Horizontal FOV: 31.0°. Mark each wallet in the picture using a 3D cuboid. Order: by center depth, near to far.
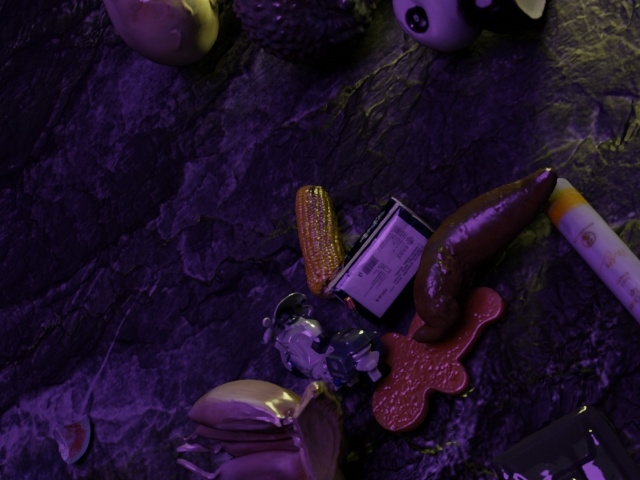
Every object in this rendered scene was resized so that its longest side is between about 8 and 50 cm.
[{"bbox_3d":[0.341,0.336,1.439,0.169,0.052,0.245,-25,56,-6],"label":"wallet"}]

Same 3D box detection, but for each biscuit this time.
[{"bbox_3d":[0.159,0.168,1.678,0.165,0.036,0.250,22,79,39],"label":"biscuit"}]

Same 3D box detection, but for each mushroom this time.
[{"bbox_3d":[-0.270,-0.490,2.120,0.315,0.315,0.356,10,37,37],"label":"mushroom"}]

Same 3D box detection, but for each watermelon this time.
[{"bbox_3d":[-0.435,0.341,1.980,0.085,0.061,0.085,-20,49,26],"label":"watermelon"}]

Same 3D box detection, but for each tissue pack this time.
[{"bbox_3d":[0.098,0.032,1.734,0.170,0.103,0.090,-51,6,5],"label":"tissue pack"}]

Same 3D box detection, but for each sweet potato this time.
[{"bbox_3d":[0.214,0.009,1.646,0.310,0.098,0.124,-50,35,5],"label":"sweet potato"}]

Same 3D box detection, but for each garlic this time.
[{"bbox_3d":[-0.071,0.309,1.648,0.292,0.237,0.210,-23,46,46],"label":"garlic"}]

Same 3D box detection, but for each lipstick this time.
[{"bbox_3d":[0.390,0.019,1.576,0.059,0.059,0.264,-42,51,11],"label":"lipstick"}]

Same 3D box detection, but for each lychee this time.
[{"bbox_3d":[-0.031,-0.427,1.956,0.274,0.255,0.255,25,84,54],"label":"lychee"}]

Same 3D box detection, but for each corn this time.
[{"bbox_3d":[0.000,0.000,1.842,0.072,0.072,0.203,-26,56,22],"label":"corn"}]

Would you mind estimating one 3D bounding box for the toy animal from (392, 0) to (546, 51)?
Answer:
[{"bbox_3d":[0.225,-0.394,1.809,0.235,0.165,0.187,-9,81,28],"label":"toy animal"}]

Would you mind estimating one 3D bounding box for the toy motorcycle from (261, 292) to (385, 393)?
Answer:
[{"bbox_3d":[-0.002,0.154,1.720,0.102,0.150,0.221,-32,24,-35],"label":"toy motorcycle"}]
